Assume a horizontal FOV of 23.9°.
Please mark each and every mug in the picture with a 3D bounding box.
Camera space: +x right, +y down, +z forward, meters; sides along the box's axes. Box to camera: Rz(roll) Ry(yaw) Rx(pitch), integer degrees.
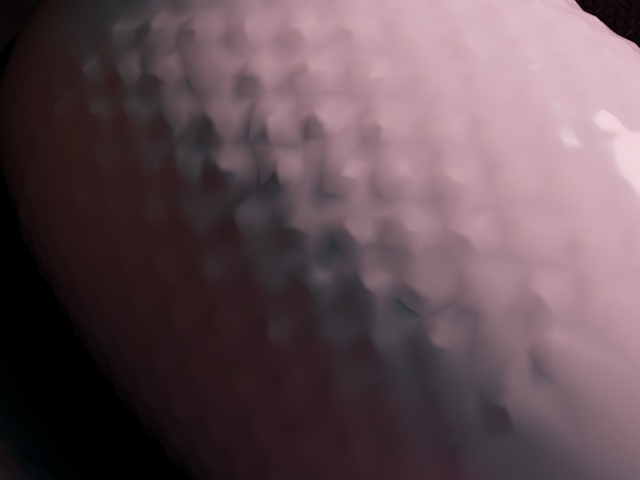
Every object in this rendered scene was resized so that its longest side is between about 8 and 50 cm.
[{"bbox_3d":[0.024,0.017,0.728,0.328,0.276,0.374,41,-16,14],"label":"mug"}]

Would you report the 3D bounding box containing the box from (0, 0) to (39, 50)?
[{"bbox_3d":[-0.246,-0.307,0.863,0.215,0.168,0.345,32,22,-46],"label":"box"}]
